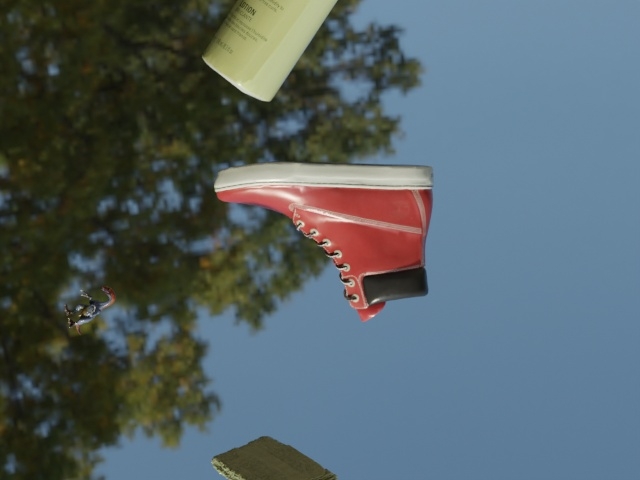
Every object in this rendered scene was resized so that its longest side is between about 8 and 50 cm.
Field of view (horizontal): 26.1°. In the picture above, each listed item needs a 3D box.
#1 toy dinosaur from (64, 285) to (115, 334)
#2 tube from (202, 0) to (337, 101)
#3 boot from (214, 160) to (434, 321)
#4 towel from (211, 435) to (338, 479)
[{"bbox_3d":[-0.341,0.098,2.067,0.082,0.090,0.047,-17,-110,2],"label":"toy dinosaur"},{"bbox_3d":[0.002,-0.215,0.991,0.070,0.240,0.062,35,-170,-2],"label":"tube"},{"bbox_3d":[0.000,0.000,1.529,0.244,0.176,0.088,3,-175,6],"label":"boot"},{"bbox_3d":[-0.062,0.304,1.813,0.110,0.027,0.148,-16,-153,-42],"label":"towel"}]
